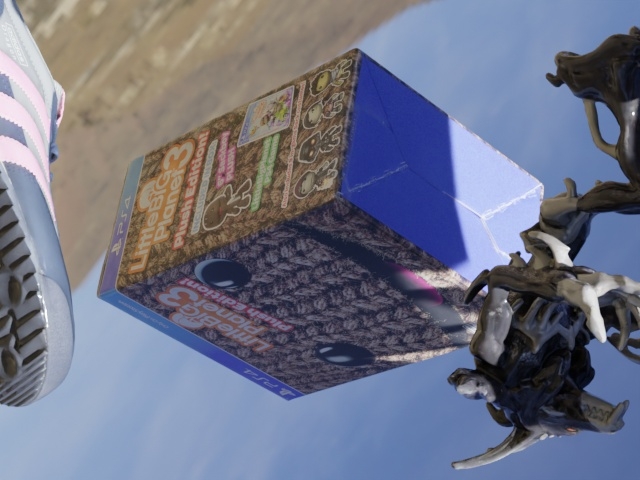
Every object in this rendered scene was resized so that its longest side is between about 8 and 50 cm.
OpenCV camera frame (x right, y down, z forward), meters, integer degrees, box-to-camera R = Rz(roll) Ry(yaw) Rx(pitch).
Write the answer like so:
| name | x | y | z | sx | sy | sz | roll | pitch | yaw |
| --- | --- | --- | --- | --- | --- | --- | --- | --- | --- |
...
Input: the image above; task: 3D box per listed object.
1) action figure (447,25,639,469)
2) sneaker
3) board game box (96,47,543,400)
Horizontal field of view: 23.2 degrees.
| name | x | y | z | sx | sy | sz | roll | pitch | yaw |
| --- | --- | --- | --- | --- | --- | --- | --- | --- | --- |
| action figure | 0.165 | 0.023 | 0.883 | 0.164 | 0.141 | 0.275 | -2 | 113 | -51 |
| sneaker | -0.203 | -0.053 | 1.017 | 0.112 | 0.319 | 0.131 | -21 | 173 | 35 |
| board game box | 0.000 | 0.000 | 1.306 | 0.291 | 0.232 | 0.141 | -22 | -132 | 42 |
